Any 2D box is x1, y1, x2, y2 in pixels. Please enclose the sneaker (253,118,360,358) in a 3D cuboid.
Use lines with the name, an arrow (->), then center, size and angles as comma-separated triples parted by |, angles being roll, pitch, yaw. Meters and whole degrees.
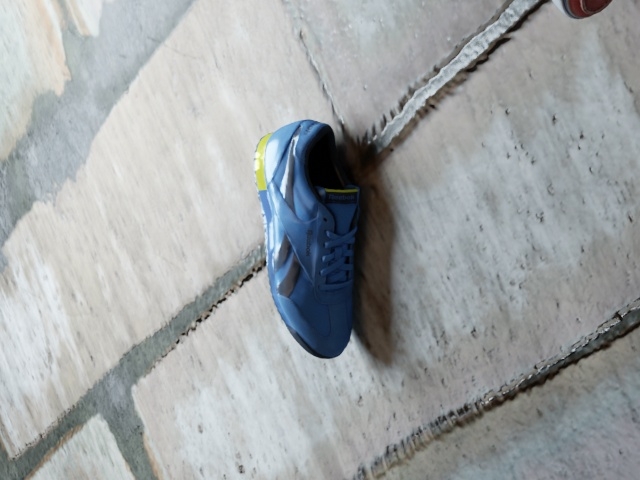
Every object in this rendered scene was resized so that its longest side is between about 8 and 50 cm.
sneaker -> 0.000, 0.000, 1.280 | 0.082, 0.069, 0.209 | -7, 94, 48

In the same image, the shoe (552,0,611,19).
shoe -> 0.213, -0.210, 0.961 | 0.081, 0.063, 0.178 | 48, 129, 39
